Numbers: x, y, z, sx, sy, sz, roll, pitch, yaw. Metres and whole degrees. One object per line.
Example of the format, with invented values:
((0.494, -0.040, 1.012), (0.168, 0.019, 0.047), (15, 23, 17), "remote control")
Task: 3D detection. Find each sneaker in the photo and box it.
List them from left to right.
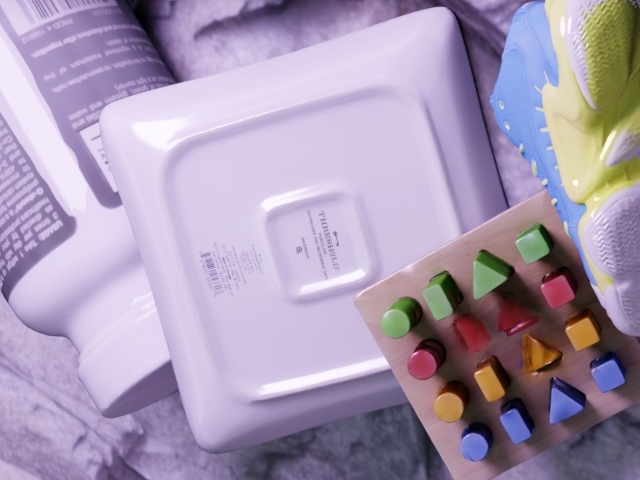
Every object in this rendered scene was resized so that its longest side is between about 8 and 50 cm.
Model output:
((0.181, -0.058, 1.274), (0.126, 0.091, 0.240), (17, 119, 60), "sneaker")

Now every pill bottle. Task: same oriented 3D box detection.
((-0.193, -0.053, 1.538), (0.210, 0.210, 0.363), (-41, 76, 46), "pill bottle")

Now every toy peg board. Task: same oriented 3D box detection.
((0.125, 0.073, 1.304), (0.161, 0.079, 0.160), (-29, 90, 11), "toy peg board")

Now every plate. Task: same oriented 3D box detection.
((0.000, 0.000, 1.377), (0.278, 0.045, 0.277), (-15, 97, 9), "plate")
